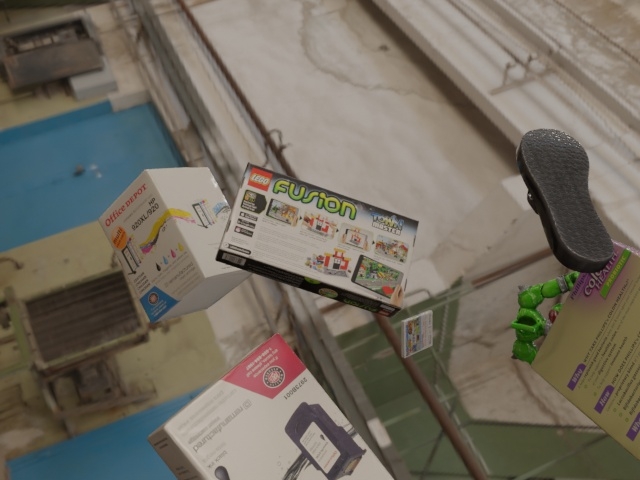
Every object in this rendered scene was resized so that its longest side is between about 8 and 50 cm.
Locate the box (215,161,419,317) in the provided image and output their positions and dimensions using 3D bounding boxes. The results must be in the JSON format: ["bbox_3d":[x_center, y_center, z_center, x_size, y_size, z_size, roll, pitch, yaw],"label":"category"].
[{"bbox_3d":[0.000,0.000,0.815,0.036,0.207,0.114,123,-16,-62],"label":"box"}]

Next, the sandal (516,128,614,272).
[{"bbox_3d":[0.309,-0.056,0.971,0.054,0.097,0.254,104,-8,-48],"label":"sandal"}]

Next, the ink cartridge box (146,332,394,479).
[{"bbox_3d":[-0.049,0.254,0.831,0.237,0.172,0.100,51,-32,2],"label":"ink cartridge box"}]

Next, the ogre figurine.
[{"bbox_3d":[0.407,0.151,1.322,0.097,0.118,0.197,-44,135,-56],"label":"ogre figurine"}]

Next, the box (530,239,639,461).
[{"bbox_3d":[0.426,0.143,0.943,0.213,0.117,0.243,-67,-153,12],"label":"box"}]

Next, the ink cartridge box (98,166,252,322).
[{"bbox_3d":[-0.264,0.003,1.382,0.171,0.168,0.232,-38,-105,30],"label":"ink cartridge box"}]

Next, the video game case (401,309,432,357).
[{"bbox_3d":[0.226,0.217,1.721,0.011,0.122,0.087,6,-79,39],"label":"video game case"}]
